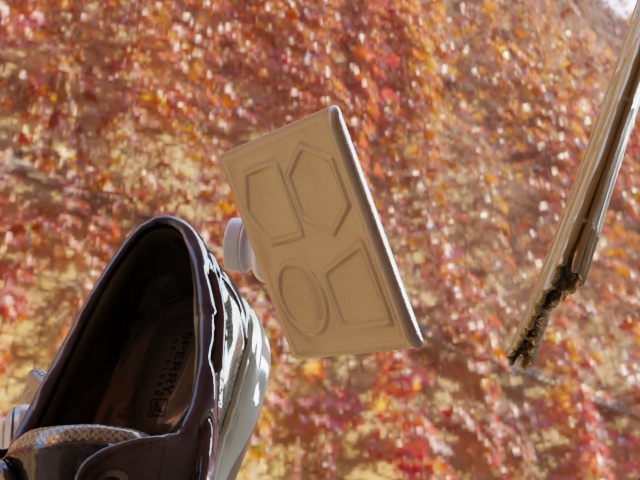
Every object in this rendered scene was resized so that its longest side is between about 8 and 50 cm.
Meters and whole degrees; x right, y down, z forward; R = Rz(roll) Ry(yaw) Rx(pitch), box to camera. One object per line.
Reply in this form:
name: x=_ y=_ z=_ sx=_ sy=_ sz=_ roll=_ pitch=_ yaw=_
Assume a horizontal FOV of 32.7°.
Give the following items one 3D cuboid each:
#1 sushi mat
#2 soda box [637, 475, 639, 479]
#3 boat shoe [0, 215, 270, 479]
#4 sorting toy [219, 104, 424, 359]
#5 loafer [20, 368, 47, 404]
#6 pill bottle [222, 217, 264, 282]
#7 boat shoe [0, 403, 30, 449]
sushi mat: x=0.167 y=-0.089 z=0.592 sx=0.019 sy=0.316 sz=0.151 roll=21 pitch=-20 yaw=7
soda box: x=0.199 y=0.147 z=0.448 sx=0.210 sy=0.071 sz=0.067 roll=19 pitch=-80 yaw=-41
boat shoe: x=-0.086 y=0.103 z=0.420 sx=0.103 sy=0.285 sz=0.092 roll=-7 pitch=-51 yaw=19
sorting toy: x=0.000 y=0.000 z=0.886 sx=0.038 sy=0.193 sz=0.208 roll=-22 pitch=4 yaw=-30
loafer: x=-0.330 y=0.250 z=1.433 sx=0.102 sy=0.268 sz=0.092 roll=20 pitch=-89 yaw=-30
pill bottle: x=-0.046 y=0.013 z=1.596 sx=0.180 sy=0.108 sz=0.108 roll=5 pitch=-43 yaw=12
boat shoe: x=-0.340 y=0.255 z=1.129 sx=0.076 sy=0.083 sz=0.226 roll=7 pitch=-52 yaw=-16
